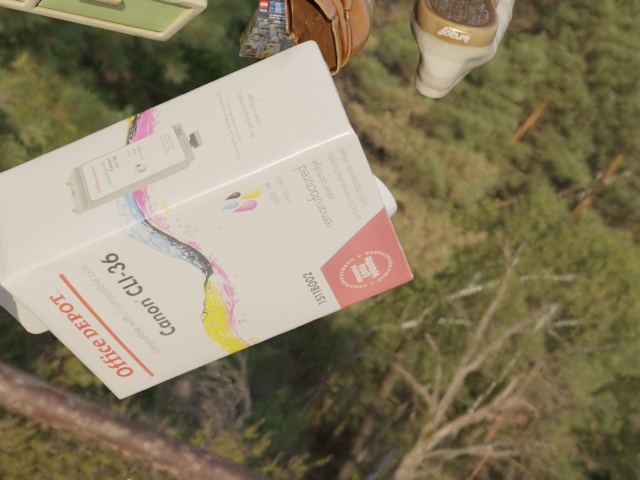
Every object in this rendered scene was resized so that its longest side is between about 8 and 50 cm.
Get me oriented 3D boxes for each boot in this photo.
[{"bbox_3d":[-0.013,-0.249,0.884,0.197,0.073,0.152,55,30,-20],"label":"boot"}]

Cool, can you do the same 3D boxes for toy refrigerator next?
[{"bbox_3d":[-0.259,-0.285,1.037,0.269,0.102,0.094,6,73,-36],"label":"toy refrigerator"}]

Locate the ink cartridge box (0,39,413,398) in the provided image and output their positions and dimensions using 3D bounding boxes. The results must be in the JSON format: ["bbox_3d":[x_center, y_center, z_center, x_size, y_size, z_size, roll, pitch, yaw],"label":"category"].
[{"bbox_3d":[-0.069,0.004,0.462,0.115,0.198,0.067,62,7,-51],"label":"ink cartridge box"}]

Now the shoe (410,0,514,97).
[{"bbox_3d":[0.101,-0.173,0.719,0.076,0.058,0.219,15,37,8],"label":"shoe"}]

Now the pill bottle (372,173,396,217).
[{"bbox_3d":[0.000,0.000,1.165,0.103,0.184,0.103,42,-16,15],"label":"pill bottle"}]

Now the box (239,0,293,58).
[{"bbox_3d":[-0.039,-0.244,1.169,0.094,0.027,0.137,4,-8,-13],"label":"box"}]

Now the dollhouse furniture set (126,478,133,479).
[{"bbox_3d":[-0.336,0.536,1.395,0.355,0.303,0.174,-38,50,-23],"label":"dollhouse furniture set"}]
